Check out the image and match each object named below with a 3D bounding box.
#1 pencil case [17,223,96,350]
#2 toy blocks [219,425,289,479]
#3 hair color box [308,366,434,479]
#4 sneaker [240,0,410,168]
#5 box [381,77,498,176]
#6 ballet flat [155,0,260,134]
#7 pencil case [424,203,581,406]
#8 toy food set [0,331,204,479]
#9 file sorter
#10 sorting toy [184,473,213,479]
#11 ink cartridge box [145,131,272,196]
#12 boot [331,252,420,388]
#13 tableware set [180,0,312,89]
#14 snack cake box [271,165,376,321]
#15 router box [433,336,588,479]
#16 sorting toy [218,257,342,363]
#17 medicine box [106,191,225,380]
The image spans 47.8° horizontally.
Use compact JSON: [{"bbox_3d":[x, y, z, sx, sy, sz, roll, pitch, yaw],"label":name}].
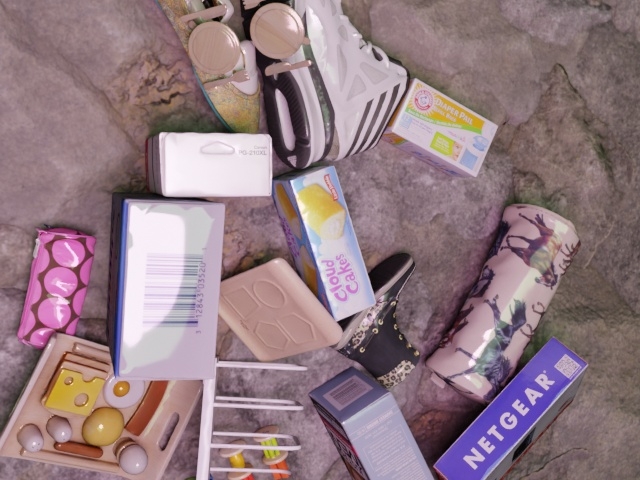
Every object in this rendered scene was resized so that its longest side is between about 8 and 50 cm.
[{"bbox_3d":[-0.445,0.082,1.206,0.098,0.095,0.209,9,92,-51],"label":"pencil case"},{"bbox_3d":[-0.113,0.444,1.376,0.123,0.054,0.148,-20,102,-16],"label":"toy blocks"},{"bbox_3d":[0.129,0.446,1.390,0.113,0.185,0.374,-30,104,-14],"label":"hair color box"},{"bbox_3d":[0.015,-0.367,1.310,0.257,0.169,0.448,-13,99,-33],"label":"sneaker"},{"bbox_3d":[0.219,-0.215,1.397,0.203,0.103,0.114,24,88,-20],"label":"box"},{"bbox_3d":[-0.177,-0.343,1.230,0.123,0.123,0.349,-32,103,-13],"label":"ballet flat"},{"bbox_3d":[0.359,0.131,1.445,0.160,0.183,0.410,29,88,-12],"label":"pencil case"},{"bbox_3d":[-0.366,0.299,1.216,0.306,0.092,0.220,28,86,-40],"label":"toy food set"},{"bbox_3d":[-0.121,0.345,1.241,0.173,0.193,0.278,5,81,-6],"label":"file sorter"},{"bbox_3d":[-0.213,0.471,1.350,0.102,0.042,0.061,9,93,-19],"label":"sorting toy"},{"bbox_3d":[-0.191,-0.125,1.193,0.172,0.237,0.100,-2,96,-19],"label":"ink cartridge box"},{"bbox_3d":[0.140,0.160,1.423,0.178,0.085,0.236,44,82,-22],"label":"boot"},{"bbox_3d":[-0.119,-0.328,1.164,0.194,0.039,0.128,-11,117,12],"label":"tableware set"},{"bbox_3d":[0.000,0.000,1.318,0.089,0.152,0.264,-22,101,-18],"label":"snack cake box"},{"bbox_3d":[0.371,0.377,1.423,0.335,0.301,0.082,-44,63,-9],"label":"router box"},{"bbox_3d":[-0.085,0.128,1.301,0.193,0.208,0.038,51,41,-17],"label":"sorting toy"},{"bbox_3d":[-0.258,0.060,1.161,0.149,0.289,0.264,2,95,-20],"label":"medicine box"}]
